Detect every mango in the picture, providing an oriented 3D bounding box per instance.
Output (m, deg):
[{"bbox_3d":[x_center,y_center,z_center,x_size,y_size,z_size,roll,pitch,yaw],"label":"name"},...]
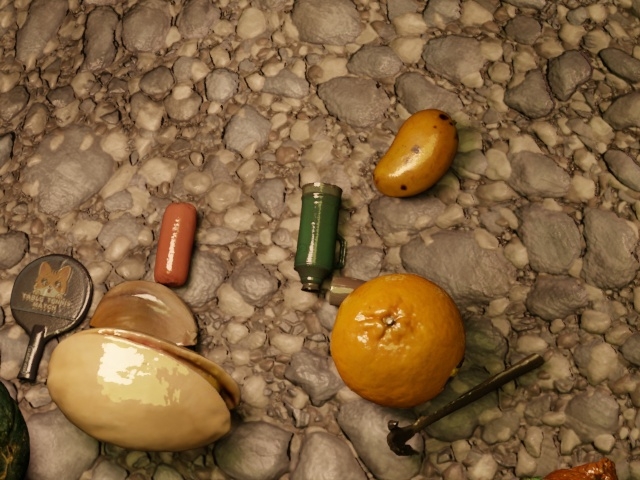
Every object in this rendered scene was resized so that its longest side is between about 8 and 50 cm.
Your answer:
[{"bbox_3d":[0.173,-0.148,1.874,0.115,0.090,0.178,30,81,28],"label":"mango"}]

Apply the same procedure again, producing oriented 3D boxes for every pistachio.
[{"bbox_3d":[-0.289,0.240,1.748,0.318,0.213,0.193,9,35,5],"label":"pistachio"}]

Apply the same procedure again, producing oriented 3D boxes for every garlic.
[{"bbox_3d":[-0.298,0.121,1.849,0.196,0.087,0.101,10,87,7],"label":"garlic"}]

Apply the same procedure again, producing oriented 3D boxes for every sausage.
[{"bbox_3d":[-0.256,0.006,1.889,0.062,0.062,0.154,5,73,9],"label":"sausage"}]

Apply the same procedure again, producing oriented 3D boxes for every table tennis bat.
[{"bbox_3d":[-0.489,0.135,1.897,0.150,0.027,0.236,9,71,10],"label":"table tennis bat"}]

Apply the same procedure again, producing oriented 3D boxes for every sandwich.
[{"bbox_3d":[0.380,0.397,1.618,0.160,0.185,0.109,-16,75,11],"label":"sandwich"}]

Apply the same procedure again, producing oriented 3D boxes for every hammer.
[{"bbox_3d":[0.237,0.258,1.734,0.297,0.125,0.027,-29,53,-13],"label":"hammer"}]

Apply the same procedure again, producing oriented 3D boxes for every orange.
[{"bbox_3d":[0.124,0.161,1.720,0.219,0.193,0.219,0,90,24],"label":"orange"}]

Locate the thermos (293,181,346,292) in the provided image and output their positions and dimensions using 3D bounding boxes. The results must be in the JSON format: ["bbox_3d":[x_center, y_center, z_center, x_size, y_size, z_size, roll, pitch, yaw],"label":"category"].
[{"bbox_3d":[-0.005,-0.001,1.862,0.073,0.083,0.187,-2,72,29],"label":"thermos"}]

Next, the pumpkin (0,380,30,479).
[{"bbox_3d":[-0.588,0.305,1.720,0.197,0.293,0.263,-37,28,-8],"label":"pumpkin"}]

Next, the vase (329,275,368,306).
[{"bbox_3d":[0.067,0.091,1.827,0.101,0.053,0.053,6,73,5],"label":"vase"}]
